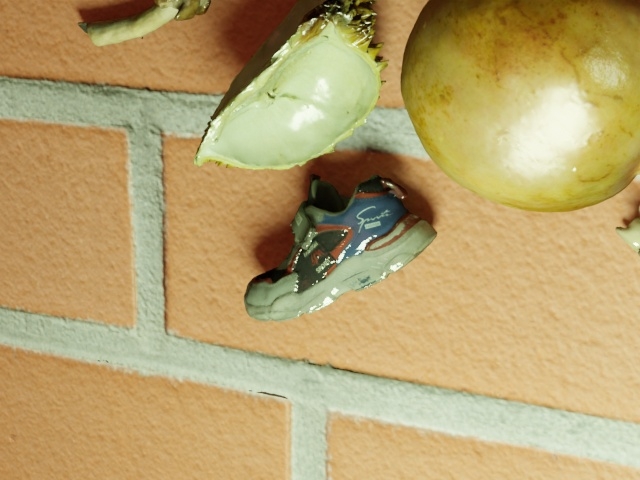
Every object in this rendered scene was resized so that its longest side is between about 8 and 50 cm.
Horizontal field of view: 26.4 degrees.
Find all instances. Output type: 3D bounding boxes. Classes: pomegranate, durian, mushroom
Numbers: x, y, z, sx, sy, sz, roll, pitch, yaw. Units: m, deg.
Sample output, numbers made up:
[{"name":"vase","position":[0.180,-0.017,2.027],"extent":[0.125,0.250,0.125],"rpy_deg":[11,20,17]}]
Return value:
[{"name":"pomegranate","position":[0.210,-0.135,1.162],"extent":[0.270,0.229,0.252],"rpy_deg":[44,120,7]},{"name":"durian","position":[-0.019,-0.157,1.337],"extent":[0.252,0.139,0.144],"rpy_deg":[-36,87,30]},{"name":"mushroom","position":[-0.194,-0.244,1.463],"extent":[0.187,0.061,0.060],"rpy_deg":[-18,98,35]}]

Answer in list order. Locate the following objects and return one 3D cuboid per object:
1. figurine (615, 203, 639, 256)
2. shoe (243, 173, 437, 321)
[{"name":"figurine","position":[0.313,0.001,1.245],"extent":[0.083,0.047,0.050],"rpy_deg":[46,109,7]},{"name":"shoe","position":[0.000,0.000,1.381],"extent":[0.227,0.099,0.125],"rpy_deg":[-24,97,26]}]
